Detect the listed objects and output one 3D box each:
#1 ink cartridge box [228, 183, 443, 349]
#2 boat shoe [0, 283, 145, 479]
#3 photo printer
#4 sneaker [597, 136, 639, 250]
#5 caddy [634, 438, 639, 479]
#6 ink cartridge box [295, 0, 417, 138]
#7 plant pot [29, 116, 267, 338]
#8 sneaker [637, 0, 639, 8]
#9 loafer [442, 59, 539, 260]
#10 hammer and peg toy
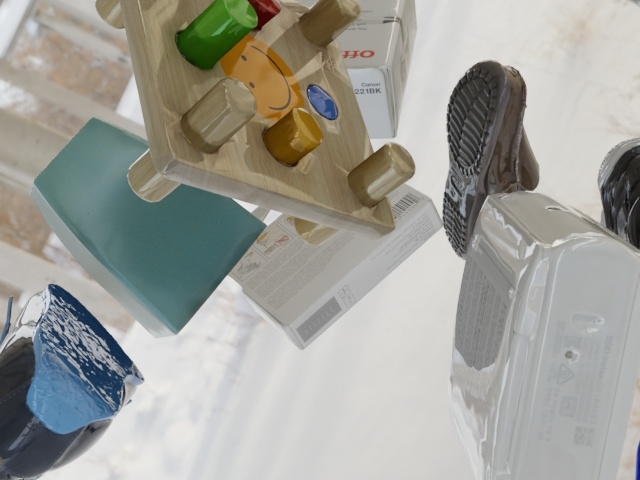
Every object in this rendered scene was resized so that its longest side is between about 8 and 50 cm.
[{"bbox_3d":[0.000,0.000,1.696,0.296,0.066,0.261,-40,41,-12],"label":"ink cartridge box"},{"bbox_3d":[-0.172,0.084,0.650,0.089,0.109,0.258,-44,0,-3],"label":"boat shoe"},{"bbox_3d":[0.188,0.092,0.971,0.307,0.107,0.256,-96,13,-79],"label":"photo printer"},{"bbox_3d":[0.377,0.030,1.207,0.153,0.101,0.269,-104,0,-66],"label":"sneaker"},{"bbox_3d":[0.621,0.366,1.724,0.241,0.179,0.341,-36,20,37],"label":"caddy"},{"bbox_3d":[0.016,-0.253,1.436,0.273,0.196,0.114,-76,-19,-48],"label":"ink cartridge box"},{"bbox_3d":[-0.219,-0.023,1.285,0.165,0.234,0.165,-51,10,-16],"label":"plant pot"},{"bbox_3d":[0.649,-0.500,2.125,0.081,0.211,0.080,-19,-26,-36],"label":"sneaker"},{"bbox_3d":[0.271,-0.130,1.684,0.366,0.130,0.134,93,159,-47],"label":"loafer"},{"bbox_3d":[-0.062,-0.178,0.952,0.127,0.266,0.361,-37,54,33],"label":"hammer and peg toy"}]
